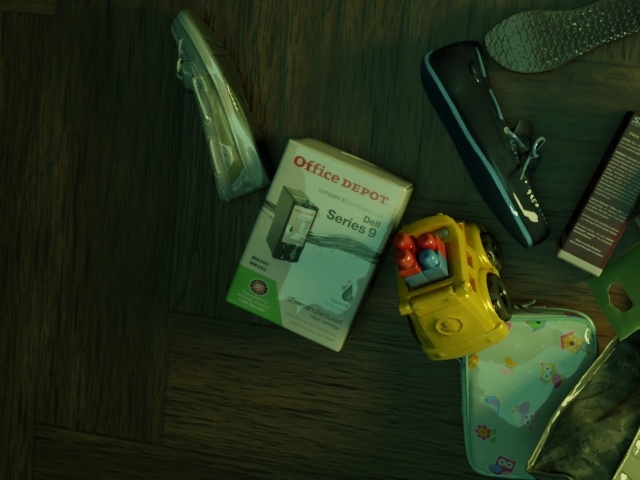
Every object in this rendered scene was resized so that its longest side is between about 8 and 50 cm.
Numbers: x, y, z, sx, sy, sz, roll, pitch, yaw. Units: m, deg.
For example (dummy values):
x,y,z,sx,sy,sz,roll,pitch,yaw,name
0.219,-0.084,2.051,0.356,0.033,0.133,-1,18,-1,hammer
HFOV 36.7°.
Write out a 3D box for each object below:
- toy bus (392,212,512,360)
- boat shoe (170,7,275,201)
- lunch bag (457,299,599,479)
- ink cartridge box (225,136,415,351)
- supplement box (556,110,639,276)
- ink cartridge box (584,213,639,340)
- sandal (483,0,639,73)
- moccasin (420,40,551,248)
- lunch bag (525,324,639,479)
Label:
x,y,z,sx,sy,sz,roll,pitch,yaw,name
0.175,0.037,1.451,0.149,0.220,0.211,-22,134,24,toy bus
-0.178,-0.223,1.587,0.103,0.118,0.320,-22,99,10,boat shoe
0.327,0.235,1.532,0.224,0.108,0.279,0,97,14,lunch bag
0.000,0.000,1.569,0.211,0.121,0.289,23,101,9,ink cartridge box
0.442,-0.074,1.454,0.073,0.130,0.239,27,103,9,supplement box
0.507,0.023,1.431,0.235,0.171,0.056,-34,118,14,ink cartridge box
0.378,-0.317,1.481,0.255,0.054,0.097,-13,96,4,sandal
0.277,-0.156,1.478,0.117,0.138,0.342,-27,90,-5,moccasin
0.467,0.294,1.401,0.235,0.169,0.287,51,62,-30,lunch bag
